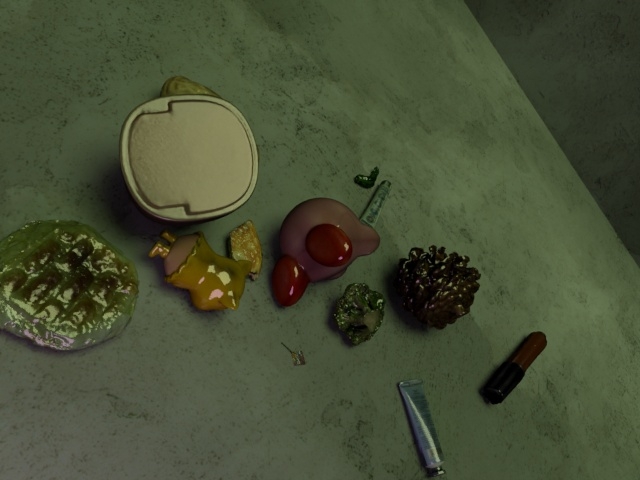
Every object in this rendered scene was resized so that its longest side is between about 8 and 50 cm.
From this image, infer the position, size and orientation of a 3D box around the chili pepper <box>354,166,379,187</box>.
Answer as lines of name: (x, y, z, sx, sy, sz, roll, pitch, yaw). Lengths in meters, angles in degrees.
chili pepper: (0.158, -0.197, 1.996, 0.118, 0.035, 0.055, -27, 101, -42)

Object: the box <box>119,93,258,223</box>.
box: (-0.304, -0.161, 1.401, 0.301, 0.216, 0.300, 3, 80, -20)

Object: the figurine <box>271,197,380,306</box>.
figurine: (-0.007, -0.003, 1.602, 0.211, 0.270, 0.261, 55, 35, 8)

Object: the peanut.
peanut: (-0.283, -0.286, 1.605, 0.325, 0.140, 0.153, 46, 71, -2)

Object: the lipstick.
lipstick: (0.637, 0.399, 2.017, 0.418, 0.077, 0.077, -28, 85, -47)

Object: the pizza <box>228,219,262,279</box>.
pizza: (-0.191, 0.021, 1.569, 0.099, 0.036, 0.159, 8, 60, -38)

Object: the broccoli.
broccoli: (0.106, 0.197, 1.656, 0.146, 0.138, 0.162, 26, 88, -20)

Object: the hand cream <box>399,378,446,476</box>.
hand cream: (0.279, 0.495, 1.673, 0.088, 0.055, 0.255, 1, 62, -31)

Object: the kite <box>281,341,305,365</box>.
kite: (-0.063, 0.277, 1.549, 0.044, 0.002, 0.078, -26, 84, -46)

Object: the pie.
pie: (-0.505, 0.081, 1.245, 0.307, 0.071, 0.306, 22, 52, -31)

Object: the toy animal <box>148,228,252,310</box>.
toy animal: (-0.269, 0.061, 1.408, 0.230, 0.156, 0.156, 33, 48, -17)

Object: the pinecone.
pinecone: (0.326, 0.124, 1.807, 0.257, 0.243, 0.243, 40, 42, 14)

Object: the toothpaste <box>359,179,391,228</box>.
toothpaste: (0.171, -0.103, 1.948, 0.062, 0.039, 0.239, 38, 48, -11)
